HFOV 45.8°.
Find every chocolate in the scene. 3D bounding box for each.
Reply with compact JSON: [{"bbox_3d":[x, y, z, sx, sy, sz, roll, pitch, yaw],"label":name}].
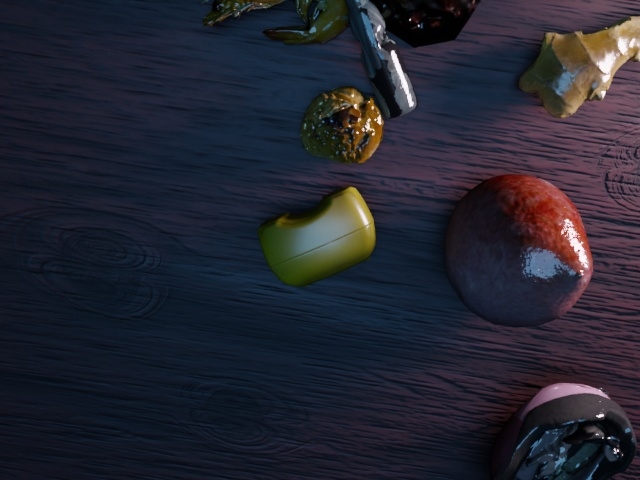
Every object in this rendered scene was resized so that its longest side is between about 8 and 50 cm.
[{"bbox_3d":[0.156,-0.411,1.083,0.206,0.177,0.224,32,99,-3],"label":"chocolate"}]

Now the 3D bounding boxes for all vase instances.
[{"bbox_3d":[0.085,-0.290,1.146,0.060,0.060,0.211,-23,111,7],"label":"vase"}]

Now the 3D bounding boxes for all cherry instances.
[{"bbox_3d":[0.287,0.020,1.127,0.206,0.239,0.239,11,101,9],"label":"cherry"}]

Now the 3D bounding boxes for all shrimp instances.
[{"bbox_3d":[-0.059,-0.364,1.153,0.249,0.068,0.150,-10,117,5],"label":"shrimp"}]

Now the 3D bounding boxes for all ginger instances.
[{"bbox_3d":[0.447,-0.275,1.143,0.295,0.086,0.131,-15,77,1],"label":"ginger"}]

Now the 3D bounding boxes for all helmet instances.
[{"bbox_3d":[0.374,0.329,1.223,0.198,0.154,0.253,34,120,-23],"label":"helmet"}]

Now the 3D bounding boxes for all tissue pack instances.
[{"bbox_3d":[0.000,0.000,1.191,0.178,0.123,0.127,-24,94,6],"label":"tissue pack"}]

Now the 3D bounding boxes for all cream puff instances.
[{"bbox_3d":[0.031,-0.175,1.172,0.133,0.104,0.119,-11,106,6],"label":"cream puff"}]
